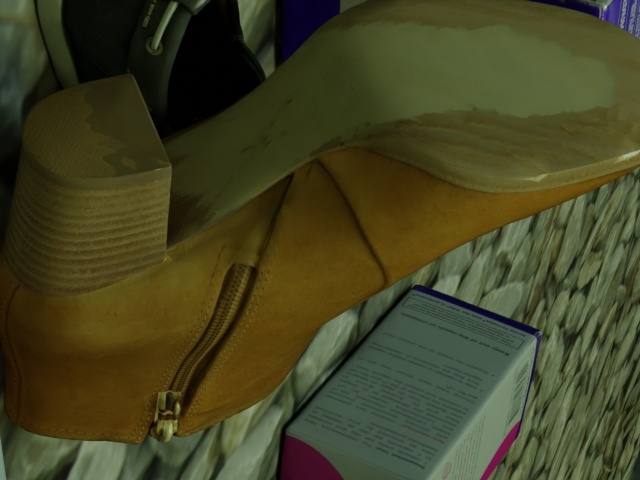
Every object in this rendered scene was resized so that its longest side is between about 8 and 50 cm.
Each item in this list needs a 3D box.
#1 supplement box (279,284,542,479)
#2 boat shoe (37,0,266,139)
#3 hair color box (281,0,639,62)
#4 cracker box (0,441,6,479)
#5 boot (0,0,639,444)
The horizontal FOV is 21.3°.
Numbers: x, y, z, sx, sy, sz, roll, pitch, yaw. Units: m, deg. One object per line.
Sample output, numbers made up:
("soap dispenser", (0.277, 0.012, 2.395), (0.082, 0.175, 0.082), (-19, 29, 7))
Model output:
("supplement box", (0.066, 0.143, 1.258), (0.220, 0.114, 0.111), (-45, 150, -52))
("boat shoe", (-0.062, -0.056, 0.786), (0.084, 0.079, 0.233), (-62, 160, -24))
("hair color box", (0.137, -0.195, 1.008), (0.339, 0.185, 0.110), (-49, 150, -46))
("cracker box", (-0.208, 0.185, 0.649), (0.232, 0.067, 0.156), (-50, 153, -41))
("boot", (0.000, 0.001, 0.763), (0.211, 0.295, 0.104), (102, -25, -54))
